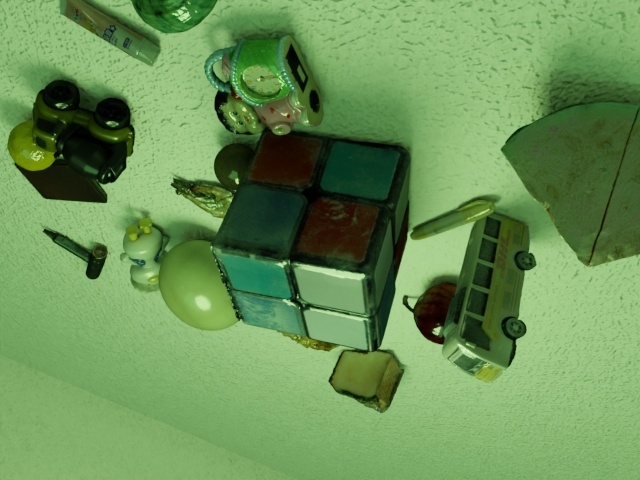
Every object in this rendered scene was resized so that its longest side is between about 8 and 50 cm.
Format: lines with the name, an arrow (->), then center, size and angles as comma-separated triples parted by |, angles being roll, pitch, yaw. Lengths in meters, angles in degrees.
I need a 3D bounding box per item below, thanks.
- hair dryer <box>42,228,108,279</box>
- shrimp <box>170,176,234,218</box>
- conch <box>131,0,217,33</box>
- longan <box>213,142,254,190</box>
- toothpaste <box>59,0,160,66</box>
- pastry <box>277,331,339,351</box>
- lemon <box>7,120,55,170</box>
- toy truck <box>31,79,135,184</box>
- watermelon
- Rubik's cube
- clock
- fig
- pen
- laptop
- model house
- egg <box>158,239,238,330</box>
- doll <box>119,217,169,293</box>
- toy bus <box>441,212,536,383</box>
hair dryer -> -0.730, 0.032, 2.071 | 0.195, 0.050, 0.173 | 29, 145, -9
shrimp -> -0.268, -0.102, 1.649 | 0.180, 0.041, 0.099 | 25, 145, -11
conch -> -0.240, -0.413, 1.107 | 0.176, 0.122, 0.188 | 38, 146, 13
longan -> -0.171, -0.149, 1.481 | 0.106, 0.106, 0.119 | -4, 139, 30
toothpaste -> -0.389, -0.388, 1.288 | 0.194, 0.043, 0.067 | 29, 149, -7
pastry -> -0.020, 0.177, 1.814 | 0.316, 0.184, 0.284 | -12, 136, 38
lemon -> -0.657, -0.215, 1.605 | 0.109, 0.109, 0.133 | 24, 153, -10
toy truck -> -0.508, -0.218, 1.476 | 0.224, 0.165, 0.147 | 22, 148, -6
watermelon -> 0.469, -0.093, 1.193 | 0.292, 0.319, 0.222 | 62, 173, 1
Rubik's cube -> 0.000, 0.000, 1.425 | 0.318, 0.313, 0.316 | 11, 147, 13
clock -> -0.113, -0.275, 1.272 | 0.195, 0.100, 0.194 | -5, 137, 27
fig -> 0.286, 0.185, 1.709 | 0.202, 0.148, 0.149 | -17, 169, 25
pen -> 0.274, -0.043, 1.491 | 0.233, 0.032, 0.040 | -22, 95, 48
laptop -> -0.655, -0.152, 1.777 | 0.207, 0.026, 0.154 | 5, 147, 21
model house -> 0.150, 0.438, 2.154 | 0.183, 0.166, 0.172 | 7, 151, 37
egg -> -0.302, 0.117, 1.829 | 0.219, 0.219, 0.269 | -6, 129, 32
doll -> -0.471, 0.048, 1.902 | 0.119, 0.138, 0.293 | 51, 155, 26
toy bus -> 0.338, 0.104, 1.390 | 0.138, 0.342, 0.097 | 23, 147, -1
